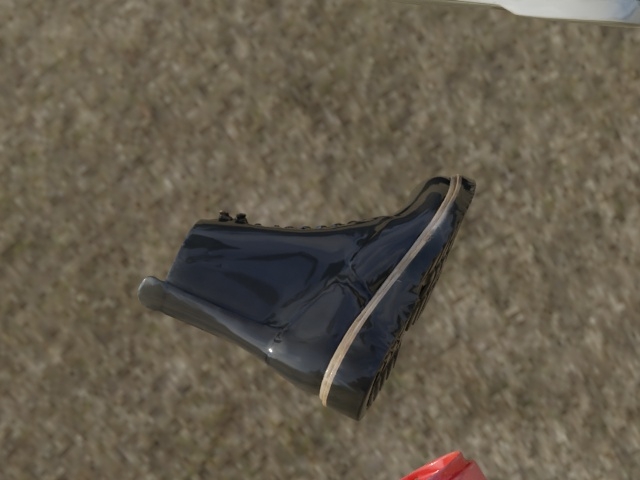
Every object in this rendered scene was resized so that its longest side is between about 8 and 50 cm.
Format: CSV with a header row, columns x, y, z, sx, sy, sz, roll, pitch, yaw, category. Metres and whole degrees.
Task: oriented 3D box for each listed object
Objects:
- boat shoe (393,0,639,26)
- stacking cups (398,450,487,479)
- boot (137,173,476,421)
x,y,z,sx,sy,sz,roll,pitch,yaw,category
0.111,-0.248,1.367,0.340,0.127,0.113,10,97,21,boat shoe
0.116,0.242,0.725,0.096,0.096,0.316,-32,85,2,stacking cups
0.000,0.000,0.934,0.137,0.077,0.198,25,36,9,boot
